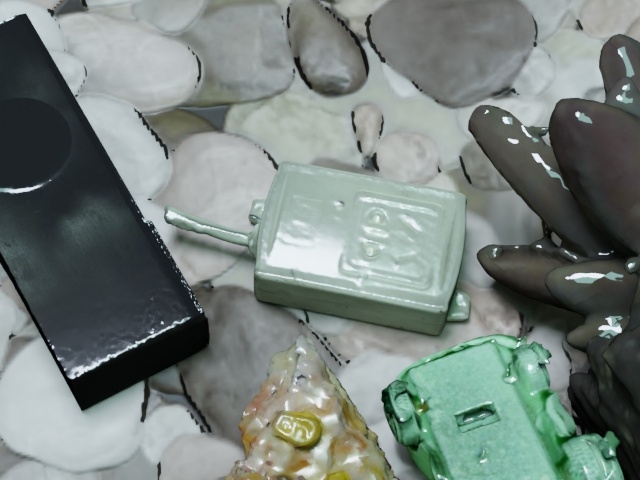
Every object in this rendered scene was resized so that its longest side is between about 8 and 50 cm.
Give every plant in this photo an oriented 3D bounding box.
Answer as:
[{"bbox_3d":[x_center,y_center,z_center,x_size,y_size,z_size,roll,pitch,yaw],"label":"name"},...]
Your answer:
[{"bbox_3d":[0.212,0.030,0.776,0.194,0.181,0.320,-20,73,-14],"label":"plant"}]

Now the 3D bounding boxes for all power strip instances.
[{"bbox_3d":[0.000,0.000,0.855,0.175,0.042,0.075,10,67,3],"label":"power strip"}]

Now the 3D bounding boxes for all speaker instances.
[{"bbox_3d":[-0.147,-0.021,0.858,0.082,0.044,0.218,-26,69,-13],"label":"speaker"}]

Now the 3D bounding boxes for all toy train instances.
[{"bbox_3d":[0.094,0.120,0.775,0.099,0.081,0.149,-21,47,-7],"label":"toy train"}]

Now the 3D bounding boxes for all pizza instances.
[{"bbox_3d":[0.000,0.136,0.789,0.185,0.052,0.195,-4,65,-7],"label":"pizza"}]
